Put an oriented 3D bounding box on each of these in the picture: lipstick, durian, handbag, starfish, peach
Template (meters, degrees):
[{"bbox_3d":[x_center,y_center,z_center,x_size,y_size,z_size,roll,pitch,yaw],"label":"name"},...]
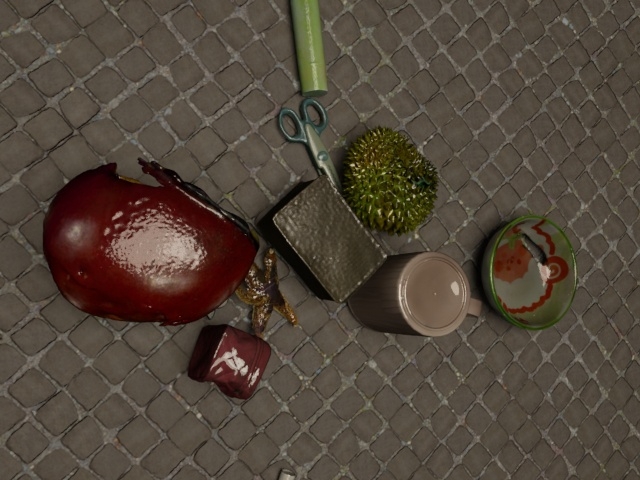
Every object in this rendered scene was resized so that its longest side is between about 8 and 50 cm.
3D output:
[{"bbox_3d":[-0.104,0.657,1.386,0.040,0.040,0.141,21,83,-17],"label":"lipstick"},{"bbox_3d":[0.175,-0.141,1.375,0.291,0.225,0.291,-3,95,-37],"label":"durian"},{"bbox_3d":[-0.212,0.275,1.253,0.135,0.225,0.146,29,69,-20],"label":"handbag"},{"bbox_3d":[-0.137,0.137,1.344,0.238,0.071,0.216,40,68,-28],"label":"starfish"},{"bbox_3d":[-0.340,0.007,1.156,0.417,0.339,0.353,-12,94,-14],"label":"peach"},{"bbox_3d":[-0.032,-0.525,1.392,0.076,0.076,0.304,-7,92,-18],"label":"lipstick"}]

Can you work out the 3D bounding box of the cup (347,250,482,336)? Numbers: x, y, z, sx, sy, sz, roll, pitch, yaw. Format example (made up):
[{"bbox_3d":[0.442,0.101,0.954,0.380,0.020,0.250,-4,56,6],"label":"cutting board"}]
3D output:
[{"bbox_3d":[0.239,0.155,1.378,0.288,0.273,0.208,43,71,-11],"label":"cup"}]

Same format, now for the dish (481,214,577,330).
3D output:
[{"bbox_3d":[0.575,0.092,1.571,0.324,0.124,0.324,2,86,-24],"label":"dish"}]

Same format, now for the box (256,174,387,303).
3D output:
[{"bbox_3d":[0.001,0.000,1.332,0.184,0.143,0.273,-44,105,-19],"label":"box"}]

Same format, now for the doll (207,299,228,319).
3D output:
[{"bbox_3d":[-0.241,0.093,1.327,0.091,0.067,0.219,38,80,-21],"label":"doll"}]

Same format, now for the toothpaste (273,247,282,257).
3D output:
[{"bbox_3d":[-0.036,-0.031,1.413,0.205,0.036,0.056,-42,100,-17],"label":"toothpaste"}]

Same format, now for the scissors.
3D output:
[{"bbox_3d":[-0.003,-0.225,1.418,0.138,0.041,0.289,-29,98,-24],"label":"scissors"}]
